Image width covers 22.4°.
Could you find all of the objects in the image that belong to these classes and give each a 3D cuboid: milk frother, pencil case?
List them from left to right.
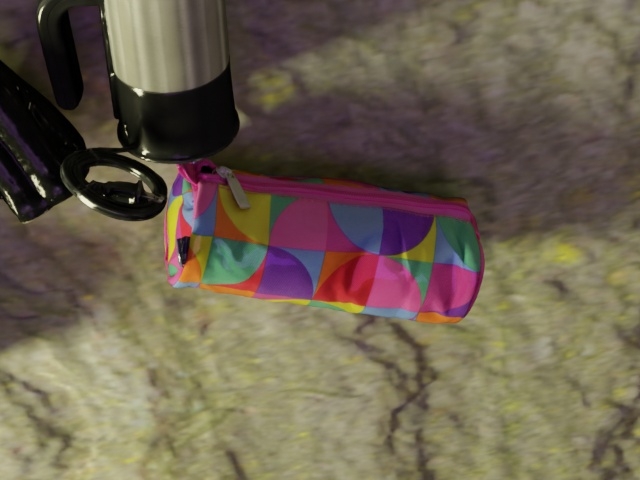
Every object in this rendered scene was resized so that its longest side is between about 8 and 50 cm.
[{"bbox_3d":[-0.111,-0.104,1.024,0.129,0.143,0.135,-12,131,-10],"label":"milk frother"},{"bbox_3d":[0.000,0.000,1.162,0.236,0.104,0.104,8,128,-16],"label":"pencil case"}]

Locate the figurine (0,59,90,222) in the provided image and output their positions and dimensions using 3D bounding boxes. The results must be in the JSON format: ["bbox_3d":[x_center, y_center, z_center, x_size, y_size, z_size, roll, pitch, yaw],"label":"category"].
[{"bbox_3d":[-0.297,-0.075,1.053,0.215,0.092,0.209,-33,119,2],"label":"figurine"}]
